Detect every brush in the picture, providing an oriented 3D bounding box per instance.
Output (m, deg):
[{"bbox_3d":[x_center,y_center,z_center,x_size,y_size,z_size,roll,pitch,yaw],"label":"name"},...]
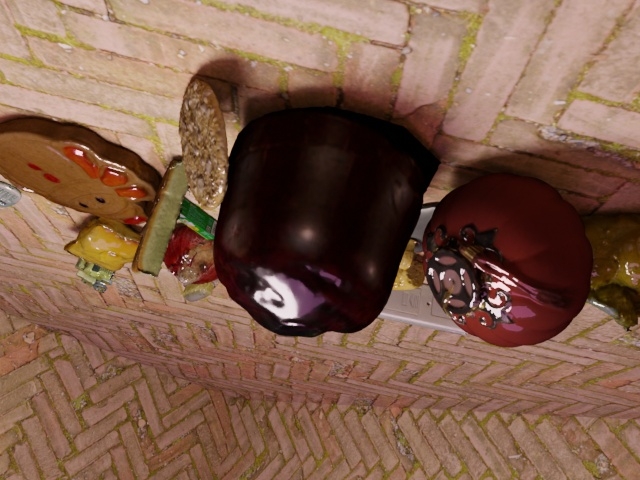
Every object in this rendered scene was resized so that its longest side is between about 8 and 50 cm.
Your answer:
[{"bbox_3d":[-0.324,0.133,1.890,0.072,0.067,0.313,28,150,-30],"label":"brush"}]

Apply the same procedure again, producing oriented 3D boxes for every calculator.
[{"bbox_3d":[-0.816,-0.116,1.612,0.153,0.021,0.095,-10,148,40],"label":"calculator"}]

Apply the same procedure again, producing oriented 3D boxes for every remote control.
[{"bbox_3d":[0.249,0.165,1.641,0.277,0.103,0.055,12,159,-1],"label":"remote control"}]

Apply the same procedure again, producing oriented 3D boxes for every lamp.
[{"bbox_3d":[0.312,0.035,1.094,0.257,0.303,0.303,-16,171,-31],"label":"lamp"}]

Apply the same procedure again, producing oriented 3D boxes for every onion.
[{"bbox_3d":[-0.319,0.052,1.606,0.184,0.147,0.184,8,141,7],"label":"onion"}]

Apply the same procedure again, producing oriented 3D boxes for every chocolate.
[{"bbox_3d":[0.000,0.000,1.084,0.383,0.331,0.384,5,159,2],"label":"chocolate"}]

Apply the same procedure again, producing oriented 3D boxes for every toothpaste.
[{"bbox_3d":[-0.300,-0.059,1.473,0.037,0.043,0.178,-2,153,34],"label":"toothpaste"}]

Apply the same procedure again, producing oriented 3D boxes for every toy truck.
[{"bbox_3d":[-0.682,0.089,1.933,0.116,0.085,0.191,26,155,-19],"label":"toy truck"}]

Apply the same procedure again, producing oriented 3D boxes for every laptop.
[{"bbox_3d":[0.179,-0.015,1.381,0.269,0.015,0.187,-9,149,38],"label":"laptop"}]

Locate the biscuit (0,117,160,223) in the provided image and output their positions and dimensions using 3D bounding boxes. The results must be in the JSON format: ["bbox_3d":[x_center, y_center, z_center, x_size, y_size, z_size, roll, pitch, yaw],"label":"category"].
[{"bbox_3d":[-0.521,-0.136,1.388,0.359,0.074,0.381,-5,148,38],"label":"biscuit"}]

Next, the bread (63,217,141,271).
[{"bbox_3d":[-0.560,0.004,1.688,0.160,0.088,0.233,23,152,-36],"label":"bread"}]

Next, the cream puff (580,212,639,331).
[{"bbox_3d":[0.545,0.073,1.202,0.282,0.185,0.282,9,153,4],"label":"cream puff"}]

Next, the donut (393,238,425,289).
[{"bbox_3d":[0.159,0.055,1.441,0.146,0.078,0.181,-1,154,19],"label":"donut"}]

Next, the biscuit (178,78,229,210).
[{"bbox_3d":[-0.192,-0.154,1.038,0.033,0.220,0.220,-10,166,-26],"label":"biscuit"}]

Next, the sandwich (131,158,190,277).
[{"bbox_3d":[-0.338,-0.043,1.347,0.063,0.245,0.212,22,170,-17],"label":"sandwich"}]
